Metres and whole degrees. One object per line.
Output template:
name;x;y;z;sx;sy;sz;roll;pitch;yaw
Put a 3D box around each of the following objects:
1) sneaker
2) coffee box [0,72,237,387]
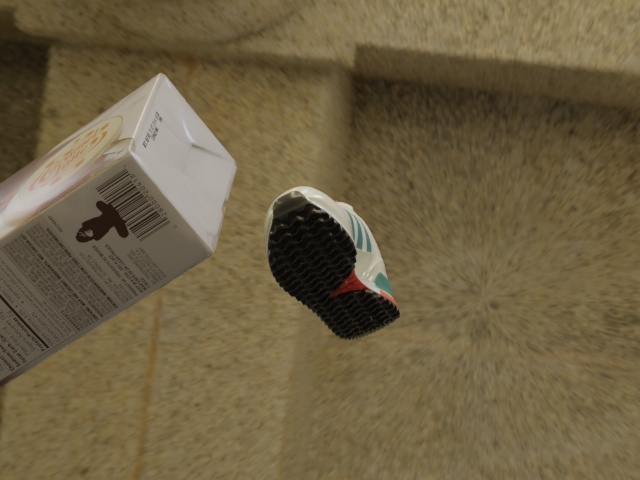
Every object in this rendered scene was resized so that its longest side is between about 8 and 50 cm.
sneaker;0.000;0.000;0.959;0.057;0.161;0.075;-25;-126;10
coffee box;-0.192;0.002;1.093;0.246;0.141;0.098;-31;-68;20
